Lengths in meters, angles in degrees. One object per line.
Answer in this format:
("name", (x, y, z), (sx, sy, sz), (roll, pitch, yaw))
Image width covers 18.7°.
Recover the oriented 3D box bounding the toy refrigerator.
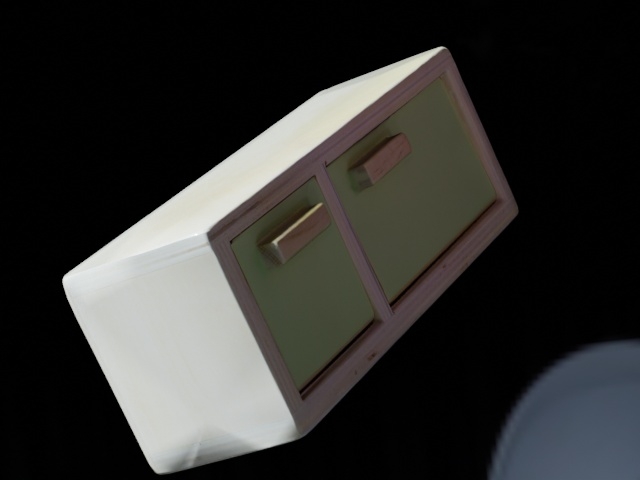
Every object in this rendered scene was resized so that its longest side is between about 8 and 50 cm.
("toy refrigerator", (0.000, 0.000, 0.942), (0.094, 0.102, 0.269), (-18, 12, 33))
